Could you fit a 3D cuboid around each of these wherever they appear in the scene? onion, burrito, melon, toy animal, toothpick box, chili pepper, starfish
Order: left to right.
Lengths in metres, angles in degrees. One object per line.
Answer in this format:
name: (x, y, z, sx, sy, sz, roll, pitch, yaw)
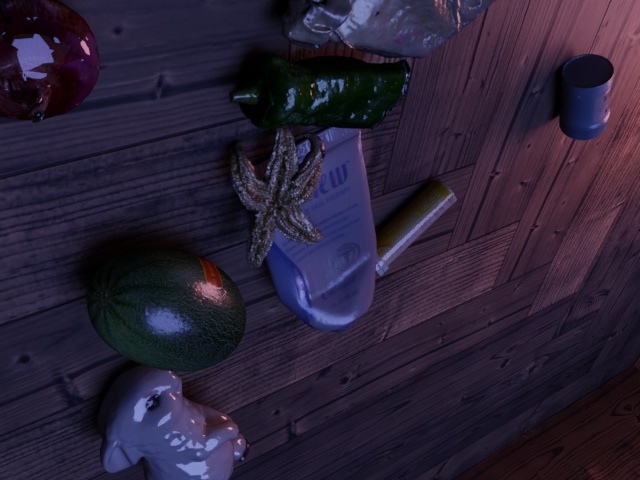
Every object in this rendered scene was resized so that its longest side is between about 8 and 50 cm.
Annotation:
onion: (-0.295, -0.171, 0.728, 0.150, 0.140, 0.150, -22, 141, -20)
toy animal: (-0.286, 0.368, 1.300, 0.258, 0.194, 0.357, -23, 130, 13)
melon: (-0.218, 0.107, 1.063, 0.182, 0.182, 0.287, -47, 143, 6)
starfish: (-0.061, -0.057, 1.091, 0.216, 0.071, 0.238, 19, 110, -29)
chili pepper: (-0.009, -0.209, 1.000, 0.270, 0.136, 0.099, -5, 86, -36)
burrito: (0.103, -0.333, 0.983, 0.347, 0.107, 0.175, -8, 148, -37)
toothpick box: (0.549, -0.294, 1.455, 0.101, 0.101, 0.153, -36, 145, -10)

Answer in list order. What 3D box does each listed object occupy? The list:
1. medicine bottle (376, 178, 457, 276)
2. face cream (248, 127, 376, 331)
medicine bottle: (0.172, -0.028, 1.399, 0.218, 0.074, 0.074, -44, 145, -2)
face cream: (0.000, 0.000, 1.250, 0.235, 0.137, 0.420, -28, 131, -17)
